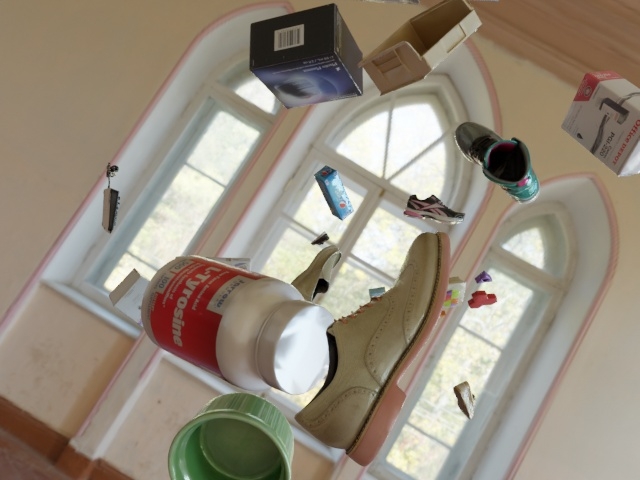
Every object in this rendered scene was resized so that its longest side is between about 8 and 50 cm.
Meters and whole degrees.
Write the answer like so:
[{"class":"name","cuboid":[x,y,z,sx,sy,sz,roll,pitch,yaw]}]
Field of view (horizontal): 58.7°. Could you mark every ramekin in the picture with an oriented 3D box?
[{"class":"ramekin","cuboid":[-0.210,0.532,1.421,0.303,0.303,0.148,32,15,-1]}]

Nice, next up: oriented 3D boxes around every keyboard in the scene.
[{"class":"keyboard","cuboid":[-0.593,-0.125,1.614,0.033,0.202,0.317,3,3,-25]}]

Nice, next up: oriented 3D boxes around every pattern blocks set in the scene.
[{"class":"pattern blocks set","cuboid":[0.301,0.151,1.530,0.324,0.026,0.285,-16,-36,16]}]

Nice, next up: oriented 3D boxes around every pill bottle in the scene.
[{"class":"pill bottle","cuboid":[-0.173,0.173,1.184,0.407,0.229,0.229,11,-20,41]}]

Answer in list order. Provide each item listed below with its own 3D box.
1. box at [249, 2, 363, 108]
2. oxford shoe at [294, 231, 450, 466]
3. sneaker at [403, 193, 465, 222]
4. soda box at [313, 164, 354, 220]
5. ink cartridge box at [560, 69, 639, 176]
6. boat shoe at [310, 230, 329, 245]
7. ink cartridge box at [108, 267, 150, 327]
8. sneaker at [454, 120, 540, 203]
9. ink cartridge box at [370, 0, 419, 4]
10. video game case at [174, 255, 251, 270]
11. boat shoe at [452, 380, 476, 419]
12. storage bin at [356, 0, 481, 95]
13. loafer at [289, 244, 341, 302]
[{"class":"box","cuboid":[-0.037,-0.593,1.883,0.296,0.183,0.294,-5,-14,21]},{"class":"oxford shoe","cuboid":[0.093,0.138,0.903,0.146,0.397,0.140,26,-23,3]},{"class":"sneaker","cuboid":[0.334,-0.095,1.651,0.178,0.077,0.072,11,-1,3]},{"class":"soda box","cuboid":[0.052,-0.177,2.148,0.071,0.067,0.210,34,-22,47]},{"class":"ink cartridge box","cuboid":[0.697,-0.278,1.344,0.159,0.092,0.218,99,-29,-43]},{"class":"boat shoe","cuboid":[0.000,0.000,2.242,0.038,0.046,0.125,49,-33,-1]},{"class":"ink cartridge box","cuboid":[-0.573,0.201,1.854,0.176,0.127,0.128,46,-13,-27]},{"class":"sneaker","cuboid":[0.447,-0.228,1.483,0.295,0.124,0.178,51,10,25]},{"class":"ink cartridge box","cuboid":[0.074,-0.669,1.255,0.272,0.130,0.309,26,1,39]},{"class":"video game case","cuboid":[-0.305,0.141,1.617,0.206,0.227,0.026,2,36,-8]},{"class":"boat shoe","cuboid":[0.494,0.535,1.905,0.063,0.059,0.170,40,-21,50]},{"class":"storage bin","cuboid":[0.290,-0.571,1.664,0.123,0.262,0.260,52,-22,-18]},{"class":"loafer","cuboid":[-0.002,0.119,1.828,0.092,0.268,0.102,29,-39,19]}]
